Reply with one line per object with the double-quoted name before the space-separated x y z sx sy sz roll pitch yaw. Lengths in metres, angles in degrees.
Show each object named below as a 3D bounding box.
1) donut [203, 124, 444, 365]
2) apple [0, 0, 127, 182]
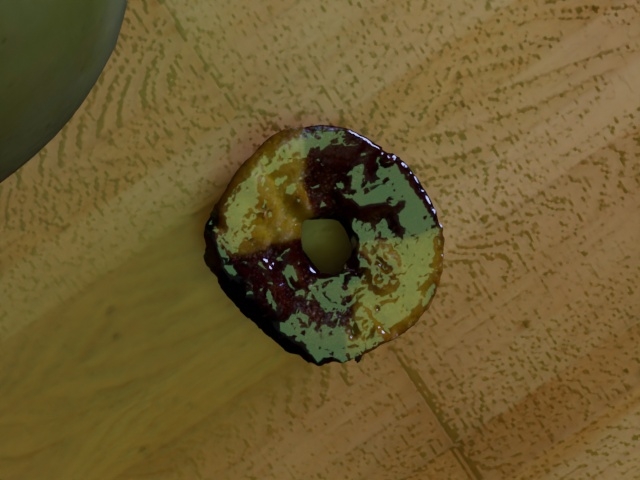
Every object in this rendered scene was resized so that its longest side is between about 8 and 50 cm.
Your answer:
"donut" 0.000 0.000 0.804 0.140 0.059 0.140 -1 99 -8
"apple" -0.265 -0.149 0.588 0.357 0.357 0.357 -1 100 -9
